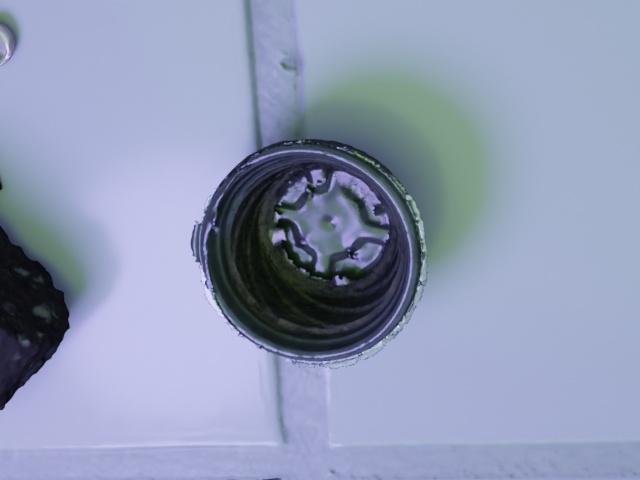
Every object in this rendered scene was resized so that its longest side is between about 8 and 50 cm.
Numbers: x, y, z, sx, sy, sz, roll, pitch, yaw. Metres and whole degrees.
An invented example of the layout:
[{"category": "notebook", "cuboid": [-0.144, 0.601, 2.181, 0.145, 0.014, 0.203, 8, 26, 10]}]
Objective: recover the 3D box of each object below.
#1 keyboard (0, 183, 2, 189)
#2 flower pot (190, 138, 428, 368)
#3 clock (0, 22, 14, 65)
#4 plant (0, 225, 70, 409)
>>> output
[{"category": "keyboard", "cuboid": [-0.449, -0.056, 1.604, 0.204, 0.013, 0.061, -15, 101, 12]}, {"category": "flower pot", "cuboid": [0.000, 0.000, 1.486, 0.236, 0.140, 0.235, 2, 104, 10]}, {"category": "clock", "cuboid": [-0.419, -0.256, 1.522, 0.229, 0.063, 0.155, 36, 108, -3]}, {"category": "plant", "cuboid": [-0.436, 0.125, 1.548, 0.312, 0.213, 0.215, -39, 98, 14]}]
